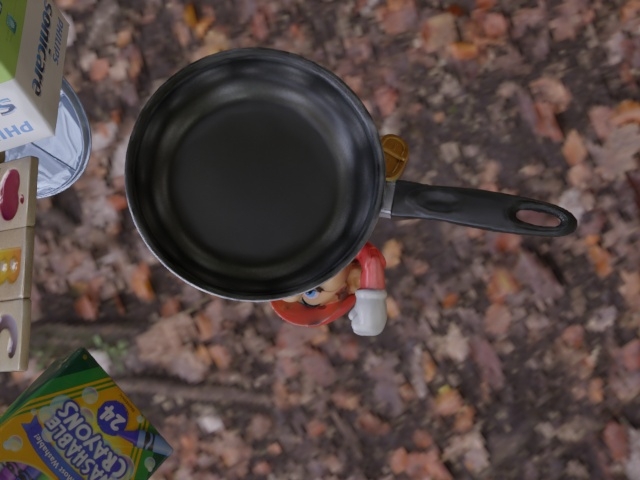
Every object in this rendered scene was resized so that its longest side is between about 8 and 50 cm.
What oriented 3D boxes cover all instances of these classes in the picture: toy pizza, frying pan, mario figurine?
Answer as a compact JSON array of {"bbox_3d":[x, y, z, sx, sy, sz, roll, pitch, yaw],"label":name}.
[{"bbox_3d":[-0.324,-0.129,1.568,0.201,0.032,0.201,10,130,12],"label":"toy pizza"},{"bbox_3d":[0.013,-0.062,1.175,0.053,0.326,0.197,111,147,-78],"label":"frying pan"},{"bbox_3d":[0.000,0.000,1.837,0.320,0.170,0.198,106,157,-47],"label":"mario figurine"}]

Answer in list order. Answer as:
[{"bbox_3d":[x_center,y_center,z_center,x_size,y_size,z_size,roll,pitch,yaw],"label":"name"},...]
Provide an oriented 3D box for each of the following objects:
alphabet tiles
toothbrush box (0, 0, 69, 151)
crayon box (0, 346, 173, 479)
[{"bbox_3d":[-0.336,0.031,1.334,0.342,0.011,0.285,-7,77,50],"label":"alphabet tiles"},{"bbox_3d":[-0.326,-0.171,1.013,0.206,0.122,0.283,-16,136,17],"label":"toothbrush box"},{"bbox_3d":[-0.379,0.329,2.115,0.203,0.323,0.083,51,147,-13],"label":"crayon box"}]
